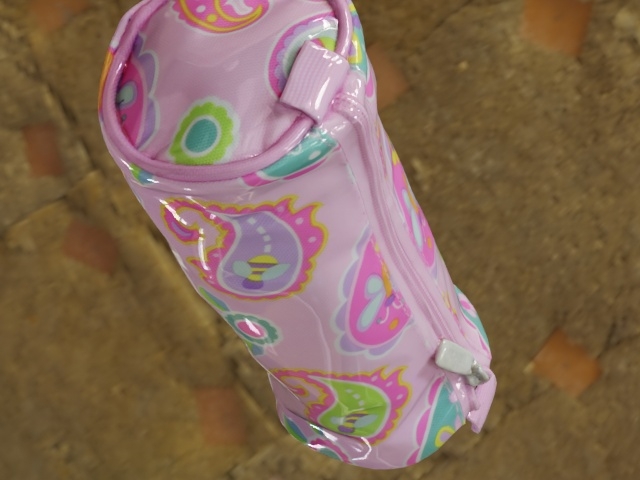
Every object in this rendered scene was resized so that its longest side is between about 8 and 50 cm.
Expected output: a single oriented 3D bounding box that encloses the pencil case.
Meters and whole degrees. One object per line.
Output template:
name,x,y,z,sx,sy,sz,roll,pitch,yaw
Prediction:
pencil case,0.000,0.000,0.827,0.124,0.124,0.284,4,-32,23
